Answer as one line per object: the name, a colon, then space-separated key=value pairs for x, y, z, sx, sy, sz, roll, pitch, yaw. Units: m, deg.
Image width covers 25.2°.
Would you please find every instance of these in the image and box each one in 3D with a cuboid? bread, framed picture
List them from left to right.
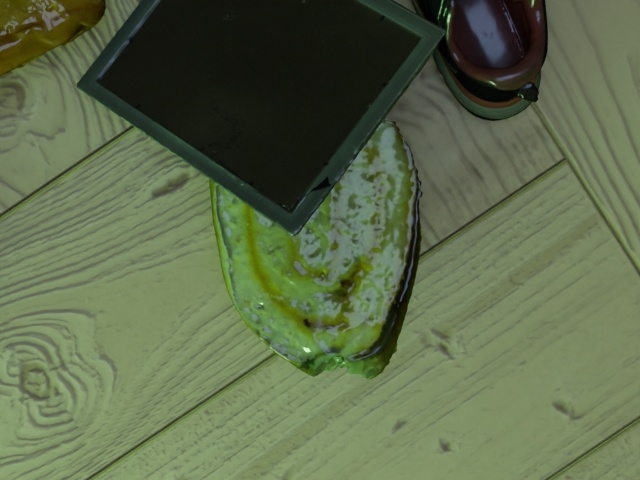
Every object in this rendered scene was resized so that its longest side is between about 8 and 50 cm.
bread: x=-0.307 y=-0.179 z=1.256 sx=0.245 sy=0.102 sz=0.094 roll=-24 pitch=90 yaw=-3
framed picture: x=-0.055 y=-0.153 z=1.234 sx=0.273 sy=0.016 sz=0.216 roll=35 pitch=85 yaw=27
bread: x=0.000 y=0.000 z=1.285 sx=0.186 sy=0.124 sz=0.257 roll=-3 pitch=97 yaw=3

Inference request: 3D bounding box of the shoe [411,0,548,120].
shoe: x=0.123 y=-0.243 z=1.256 sx=0.114 sy=0.137 sz=0.291 roll=-22 pitch=96 yaw=-2
